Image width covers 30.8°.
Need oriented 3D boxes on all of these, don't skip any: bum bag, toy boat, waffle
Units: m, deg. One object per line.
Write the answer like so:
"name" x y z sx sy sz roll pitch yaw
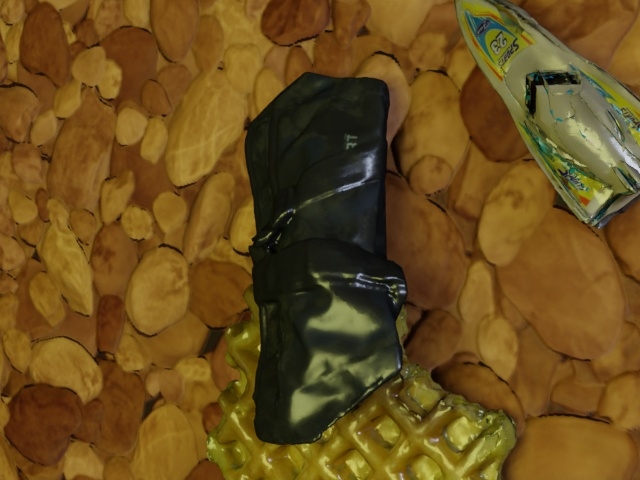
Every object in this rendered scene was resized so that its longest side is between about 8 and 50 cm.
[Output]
"bum bag" 0.000 0.000 0.865 0.137 0.074 0.310 -20 60 31
"toy boat" 0.157 -0.101 0.793 0.084 0.066 0.210 -50 63 23
"waffle" 0.022 0.148 0.901 0.291 0.051 0.291 1 92 35
